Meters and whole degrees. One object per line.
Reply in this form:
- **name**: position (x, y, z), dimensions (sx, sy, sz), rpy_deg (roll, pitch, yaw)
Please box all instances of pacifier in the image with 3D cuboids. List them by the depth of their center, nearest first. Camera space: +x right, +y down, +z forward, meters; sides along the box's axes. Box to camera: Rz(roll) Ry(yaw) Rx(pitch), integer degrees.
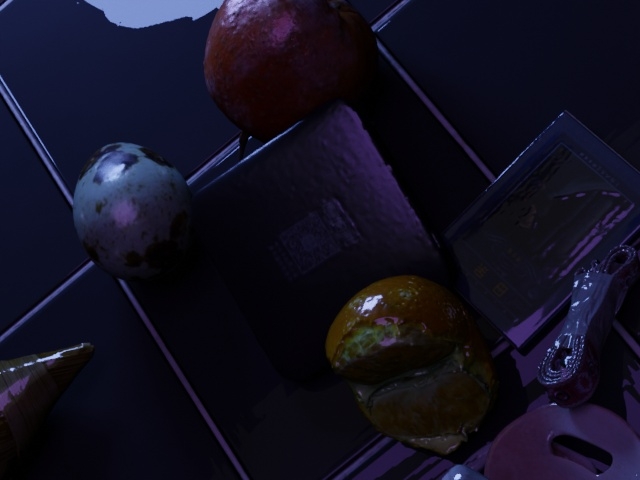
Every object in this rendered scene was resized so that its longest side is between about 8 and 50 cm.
- **pacifier**: position (0.234, 0.327, 1.546), dimensions (0.220, 0.273, 0.332), rpy_deg (27, 83, 11)

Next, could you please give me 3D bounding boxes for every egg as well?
- **egg**: position (-0.263, -0.045, 1.917), dimensions (0.169, 0.169, 0.231), rpy_deg (-34, 47, 8)

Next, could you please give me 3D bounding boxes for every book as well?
- **book**: position (0.285, -0.014, 1.753), dimensions (0.269, 0.025, 0.191), rpy_deg (-45, 61, 2)

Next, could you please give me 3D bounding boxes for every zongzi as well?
- **zongzi**: position (-0.430, 0.289, 1.894), dimensions (0.288, 0.134, 0.286), rpy_deg (-14, 72, 10)

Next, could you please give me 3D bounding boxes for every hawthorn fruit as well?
- **hawthorn fruit**: position (-0.049, -0.240, 1.855), dimensions (0.231, 0.235, 0.263), rpy_deg (6, 55, 53)

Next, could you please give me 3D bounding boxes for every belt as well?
- **belt**: position (0.319, 0.099, 1.634), dimensions (0.071, 0.053, 0.232), rpy_deg (-9, 37, 44)

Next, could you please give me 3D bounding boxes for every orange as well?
- **orange**: position (0.108, 0.138, 1.668), dimensions (0.179, 0.237, 0.158), rpy_deg (-27, 38, 21)

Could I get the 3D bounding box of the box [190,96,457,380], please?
- **box**: position (0.000, 0.000, 1.789), dimensions (0.289, 0.073, 0.290), rpy_deg (-34, 82, 18)
